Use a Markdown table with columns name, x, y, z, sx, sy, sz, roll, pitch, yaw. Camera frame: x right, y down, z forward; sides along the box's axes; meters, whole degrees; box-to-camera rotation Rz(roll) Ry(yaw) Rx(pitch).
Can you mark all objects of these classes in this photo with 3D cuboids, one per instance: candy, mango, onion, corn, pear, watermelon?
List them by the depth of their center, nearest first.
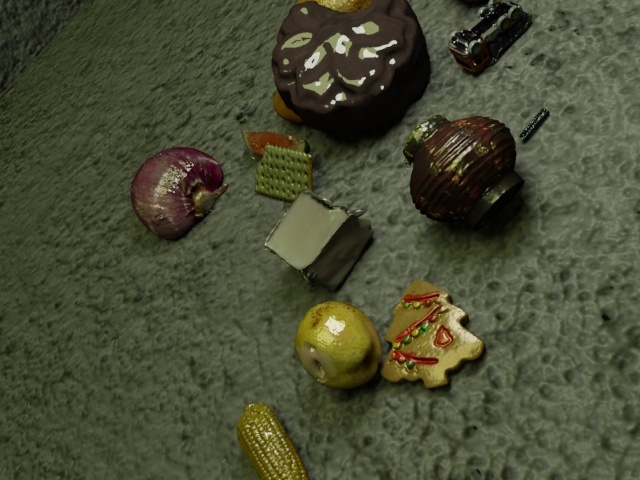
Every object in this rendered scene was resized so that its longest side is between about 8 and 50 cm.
| name | x | y | z | sx | sy | sz | roll | pitch | yaw |
| --- | --- | --- | --- | --- | --- | --- | --- | --- | --- |
| pear | 0.038 | 0.209 | 1.397 | 0.178 | 0.178 | 0.178 | -18 | 53 | 26 |
| corn | -0.092 | 0.425 | 1.400 | 0.097 | 0.097 | 0.261 | -42 | 50 | 5 |
| candy | 0.000 | 0.000 | 1.575 | 0.185 | 0.137 | 0.195 | 30 | 83 | 43 |
| watermelon | -0.111 | -0.233 | 1.815 | 0.245 | 0.119 | 0.063 | 18 | 62 | 43 |
| mango | -0.049 | -0.353 | 1.874 | 0.184 | 0.085 | 0.102 | 30 | 84 | 37 |
| onion | -0.446 | -0.168 | 1.986 | 0.349 | 0.159 | 0.267 | 23 | 74 | 41 |

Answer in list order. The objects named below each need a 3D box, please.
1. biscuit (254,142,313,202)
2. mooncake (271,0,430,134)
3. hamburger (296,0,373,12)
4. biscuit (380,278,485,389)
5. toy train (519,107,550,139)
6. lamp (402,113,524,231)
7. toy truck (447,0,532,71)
| name | x | y | z | sx | sy | sz | roll | pitch | yaw |
| --- | --- | --- | --- | --- | --- | --- | --- | --- | --- |
| biscuit | -0.093 | -0.166 | 1.770 | 0.203 | 0.016 | 0.144 | 19 | 118 | 39 |
| mooncake | 0.066 | -0.431 | 1.719 | 0.381 | 0.212 | 0.350 | -8 | 66 | 17 |
| hamburger | 0.057 | -0.676 | 1.945 | 0.314 | 0.170 | 0.289 | -21 | 49 | 25 |
| biscuit | 0.205 | 0.175 | 1.385 | 0.212 | 0.041 | 0.238 | -24 | 52 | 24 |
| toy train | 0.448 | -0.242 | 1.494 | 0.083 | 0.017 | 0.017 | -49 | 44 | -2 |
| lamp | 0.276 | -0.143 | 1.409 | 0.247 | 0.247 | 0.246 | -18 | 53 | 26 |
| toy truck | 0.389 | -0.474 | 1.637 | 0.192 | 0.092 | 0.083 | -41 | 47 | -4 |
